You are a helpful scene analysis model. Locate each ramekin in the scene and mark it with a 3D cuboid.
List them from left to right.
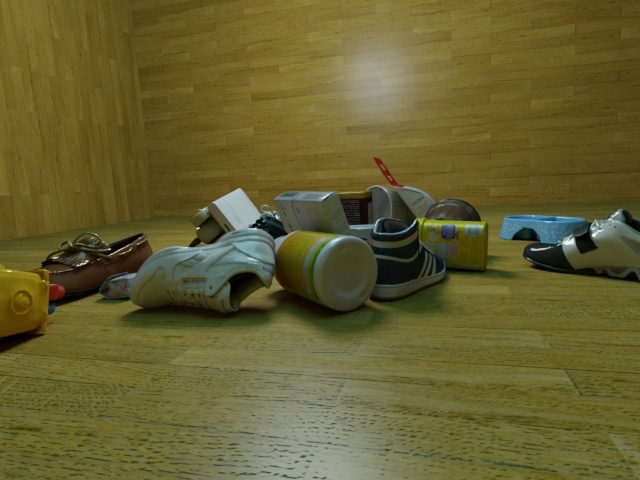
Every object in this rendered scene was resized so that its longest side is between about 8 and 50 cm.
[{"bbox_3d":[0.252,-0.113,1.631,0.109,0.207,0.207,2,4,-35],"label":"ramekin"}]

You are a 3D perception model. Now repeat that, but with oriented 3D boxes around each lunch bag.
[{"bbox_3d":[-0.451,0.101,0.931,0.083,0.053,0.071,-10,4,18],"label":"lunch bag"}]

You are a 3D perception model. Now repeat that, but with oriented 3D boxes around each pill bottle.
[{"bbox_3d":[-0.013,0.049,0.819,0.136,0.137,0.245,-9,10,-32],"label":"pill bottle"}]

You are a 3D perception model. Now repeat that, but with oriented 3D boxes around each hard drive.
[{"bbox_3d":[-0.311,-0.091,1.590,0.040,0.203,0.307,-34,10,15],"label":"hard drive"}]

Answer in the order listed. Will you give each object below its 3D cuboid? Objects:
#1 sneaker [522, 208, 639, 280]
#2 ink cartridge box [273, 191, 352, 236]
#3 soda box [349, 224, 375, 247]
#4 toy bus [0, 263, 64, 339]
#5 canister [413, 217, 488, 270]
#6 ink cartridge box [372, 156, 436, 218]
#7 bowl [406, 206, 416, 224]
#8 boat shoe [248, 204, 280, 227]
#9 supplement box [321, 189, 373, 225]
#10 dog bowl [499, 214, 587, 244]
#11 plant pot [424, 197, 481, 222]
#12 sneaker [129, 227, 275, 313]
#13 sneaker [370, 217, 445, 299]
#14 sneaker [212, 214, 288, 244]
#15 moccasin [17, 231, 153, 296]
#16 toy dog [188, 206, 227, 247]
[{"bbox_3d":[0.618,0.002,0.894,0.122,0.146,0.330,-12,10,-38],"label":"sneaker"},{"bbox_3d":[0.000,0.000,0.932,0.066,0.232,0.189,-31,23,-32],"label":"ink cartridge box"},{"bbox_3d":[0.079,0.006,1.215,0.286,0.098,0.091,-2,10,12],"label":"soda box"},{"bbox_3d":[-0.576,0.105,0.700,0.220,0.150,0.211,-4,-5,14],"label":"toy bus"},{"bbox_3d":[0.321,0.010,1.009,0.169,0.126,0.073,4,15,29],"label":"canister"},{"bbox_3d":[0.363,-0.192,1.587,0.091,0.385,0.308,-37,-1,17],"label":"ink cartridge box"},{"bbox_3d":[0.329,-0.142,1.906,0.311,0.163,0.311,-4,9,1],"label":"bowl"},{"bbox_3d":[-0.188,-0.059,1.555,0.135,0.157,0.367,-1,9,17],"label":"boat shoe"},{"bbox_3d":[0.074,-0.068,1.385,0.191,0.194,0.129,0,9,19],"label":"supplement box"},{"bbox_3d":[0.743,-0.040,1.363,0.165,0.074,0.297,-7,9,-25],"label":"dog bowl"},{"bbox_3d":[0.349,-0.020,1.130,0.166,0.167,0.165,1,17,29],"label":"plant pot"},{"bbox_3d":[-0.230,0.077,0.776,0.305,0.114,0.152,-20,46,5],"label":"sneaker"},{"bbox_3d":[0.196,0.021,0.878,0.099,0.153,0.282,4,11,38],"label":"sneaker"},{"bbox_3d":[-0.203,-0.011,1.302,0.340,0.140,0.125,-12,14,-39],"label":"sneaker"},{"bbox_3d":[-0.568,0.048,1.005,0.139,0.147,0.380,1,9,26],"label":"moccasin"},{"bbox_3d":[-0.410,-0.049,1.592,0.161,0.220,0.333,-34,-8,15],"label":"toy dog"}]
